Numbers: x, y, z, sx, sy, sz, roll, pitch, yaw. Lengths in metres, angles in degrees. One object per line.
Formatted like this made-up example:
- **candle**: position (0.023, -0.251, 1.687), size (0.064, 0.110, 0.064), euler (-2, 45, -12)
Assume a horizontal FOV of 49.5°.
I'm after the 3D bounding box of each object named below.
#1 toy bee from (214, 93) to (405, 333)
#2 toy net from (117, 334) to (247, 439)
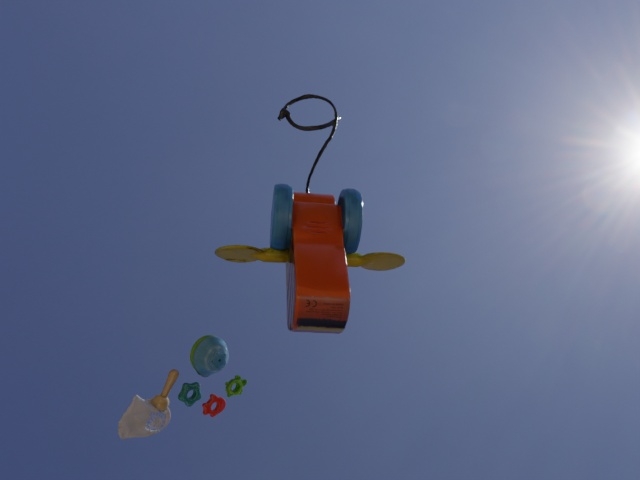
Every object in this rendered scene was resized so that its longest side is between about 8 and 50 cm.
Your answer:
- **toy bee**: position (0.000, 0.000, 0.782), size (0.195, 0.162, 0.298), euler (19, -131, 8)
- **toy net**: position (-0.236, 0.262, 1.160), size (0.232, 0.045, 0.122), euler (-32, -63, -30)
